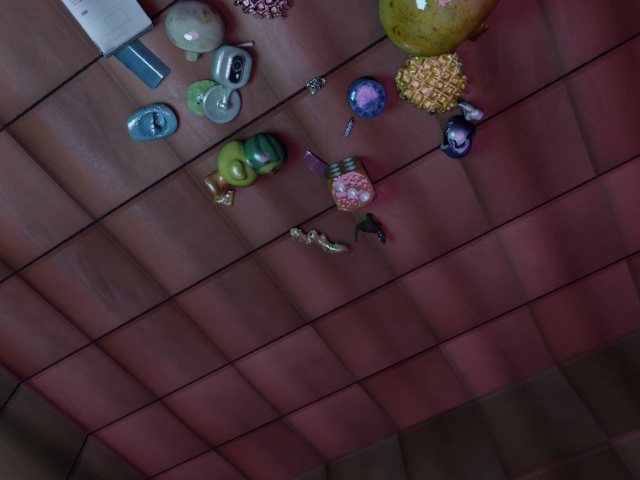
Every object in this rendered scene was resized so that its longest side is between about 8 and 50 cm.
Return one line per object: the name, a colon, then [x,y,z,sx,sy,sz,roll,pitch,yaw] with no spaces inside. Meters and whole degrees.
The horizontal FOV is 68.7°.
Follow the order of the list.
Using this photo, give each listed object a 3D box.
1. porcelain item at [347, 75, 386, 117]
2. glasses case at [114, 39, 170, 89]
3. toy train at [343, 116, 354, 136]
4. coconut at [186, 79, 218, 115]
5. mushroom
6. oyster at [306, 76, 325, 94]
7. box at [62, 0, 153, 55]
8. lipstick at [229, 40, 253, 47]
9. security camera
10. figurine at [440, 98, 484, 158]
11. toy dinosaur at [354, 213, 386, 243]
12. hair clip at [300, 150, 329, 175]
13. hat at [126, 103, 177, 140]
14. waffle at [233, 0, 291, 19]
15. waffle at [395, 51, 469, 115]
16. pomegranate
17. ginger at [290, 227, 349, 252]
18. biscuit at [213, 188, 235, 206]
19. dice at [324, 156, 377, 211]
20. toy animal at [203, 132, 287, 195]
porcelain item: [0.179,-0.554,1.816,0.147,0.114,0.147,-2,118,-3]
glasses case: [-0.700,-0.689,1.736,0.105,0.056,0.266,-42,112,17]
toy train: [0.117,-0.465,1.917,0.017,0.017,0.083,17,116,-13]
coconut: [-0.458,-0.556,1.820,0.133,0.055,0.158,34,111,-21]
mushroom: [-0.446,-0.730,1.667,0.208,0.207,0.215,16,148,-11]
oyster: [-0.015,-0.608,1.831,0.083,0.019,0.054,-31,115,14]
box: [-0.736,-0.791,1.606,0.203,0.106,0.251,-38,112,-6]
lipstick: [-0.299,-0.729,1.752,0.094,0.019,0.018,-9,119,2]
security camera: [-0.351,-0.580,1.771,0.157,0.080,0.301,-2,123,-37]
figurine: [0.576,-0.438,1.889,0.146,0.145,0.222,20,114,-13]
toy dinosaur: [0.233,-0.037,2.065,0.187,0.178,0.087,23,116,-17]
hair clip: [-0.022,-0.324,1.985,0.137,0.022,0.054,35,115,-19]
hat: [-0.665,-0.468,1.851,0.191,0.078,0.138,-18,128,-14]
waffle: [-0.197,-0.902,1.645,0.221,0.055,0.234,8,123,-9]
waffle: [0.437,-0.611,1.827,0.281,0.060,0.262,-16,118,6]
pomegranate: [0.398,-0.801,1.529,0.417,0.416,0.416,-1,119,-2]
ginger: [0.000,0.000,2.142,0.288,0.075,0.089,15,112,-6]
biscuit: [-0.420,-0.191,2.042,0.083,0.018,0.081,14,118,-10]
dice: [0.127,-0.236,1.955,0.174,0.175,0.179,-21,114,9]
toy animal: [-0.299,-0.319,1.882,0.339,0.216,0.191,-25,90,8]
